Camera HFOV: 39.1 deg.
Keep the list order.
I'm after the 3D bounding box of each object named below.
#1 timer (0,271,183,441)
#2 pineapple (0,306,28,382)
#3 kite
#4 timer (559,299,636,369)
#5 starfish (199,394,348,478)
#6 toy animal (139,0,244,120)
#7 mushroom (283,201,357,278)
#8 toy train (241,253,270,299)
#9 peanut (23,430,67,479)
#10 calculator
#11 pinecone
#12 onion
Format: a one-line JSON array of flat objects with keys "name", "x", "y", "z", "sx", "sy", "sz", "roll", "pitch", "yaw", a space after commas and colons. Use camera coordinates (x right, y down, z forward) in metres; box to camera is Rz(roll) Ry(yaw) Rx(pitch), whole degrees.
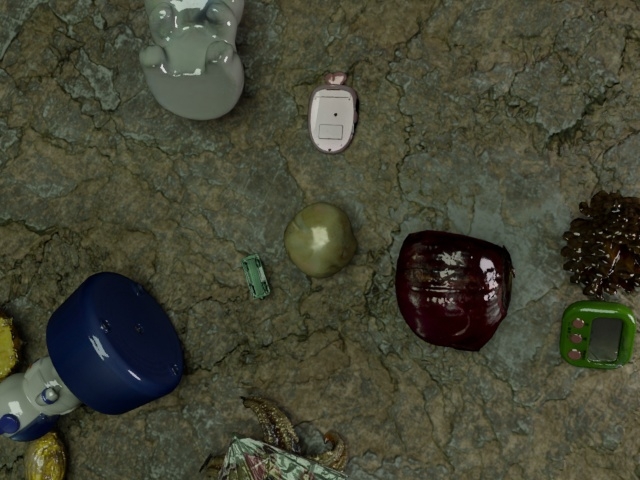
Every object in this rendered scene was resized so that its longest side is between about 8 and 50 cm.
[{"name": "timer", "x": -0.490, "y": 0.266, "z": 1.768, "sx": 0.383, "sy": 0.270, "sz": 0.270, "roll": -34, "pitch": 81, "yaw": 17}, {"name": "pineapple", "x": -0.703, "y": 0.225, "z": 1.885, "sx": 0.224, "sy": 0.076, "sz": 0.225, "roll": 0, "pitch": 88, "yaw": 15}, {"name": "kite", "x": -0.106, "y": 0.477, "z": 1.673, "sx": 0.322, "sy": 0.013, "sz": 0.268, "roll": -25, "pitch": 74, "yaw": 0}, {"name": "timer", "x": 0.499, "y": 0.170, "z": 1.629, "sx": 0.127, "sy": 0.047, "sz": 0.140, "roll": 3, "pitch": 123, "yaw": 12}, {"name": "starfish", "x": -0.092, "y": 0.470, "z": 1.733, "sx": 0.303, "sy": 0.113, "sz": 0.312, "roll": 13, "pitch": 80, "yaw": 10}, {"name": "toy animal", "x": -0.235, "y": -0.424, "z": 1.773, "sx": 0.196, "sy": 0.241, "sz": 0.368, "roll": -3, "pitch": 72, "yaw": 4}, {"name": "mushroom", "x": 0.000, "y": 0.000, "z": 1.736, "sx": 0.147, "sy": 0.112, "sz": 0.148, "roll": 0, "pitch": 89, "yaw": 12}, {"name": "toy train", "x": -0.129, "y": 0.074, "z": 1.786, "sx": 0.038, "sy": 0.056, "sz": 0.093, "roll": -18, "pitch": 83, "yaw": -7}, {"name": "peanut", "x": -0.562, "y": 0.490, "z": 1.837, "sx": 0.087, "sy": 0.087, "sz": 0.207, "roll": 2, "pitch": 89, "yaw": 12}, {"name": "calculator", "x": 0.025, "y": -0.254, "z": 1.790, "sx": 0.103, "sy": 0.024, "sz": 0.166, "roll": 3, "pitch": 88, "yaw": 12}, {"name": "pinecone", "x": 0.520, "y": 0.013, "z": 1.602, "sx": 0.195, "sy": 0.149, "sz": 0.179, "roll": -57, "pitch": 34, "yaw": 16}, {"name": "onion", "x": 0.233, "y": 0.093, "z": 1.640, "sx": 0.216, "sy": 0.207, "sz": 0.206, "roll": 5, "pitch": 85, "yaw": 18}]
